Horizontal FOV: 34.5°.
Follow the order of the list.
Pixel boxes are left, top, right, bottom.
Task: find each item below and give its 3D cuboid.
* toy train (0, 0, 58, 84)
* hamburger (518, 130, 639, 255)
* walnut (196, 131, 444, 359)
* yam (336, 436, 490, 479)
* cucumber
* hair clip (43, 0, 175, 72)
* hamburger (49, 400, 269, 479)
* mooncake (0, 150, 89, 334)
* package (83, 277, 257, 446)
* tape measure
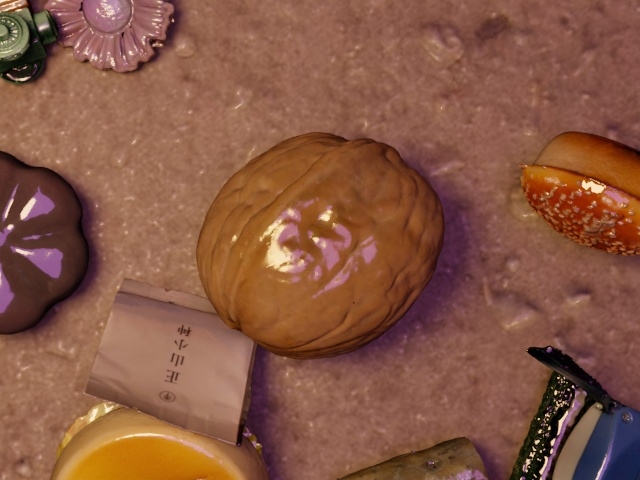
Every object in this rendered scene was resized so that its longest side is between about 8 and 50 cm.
[{"bbox_3d":[-0.492,-0.268,1.343,0.285,0.116,0.177,-21,79,-6],"label":"toy train"},{"bbox_3d":[0.380,-0.059,1.381,0.237,0.237,0.147,22,97,-6],"label":"hamburger"},{"bbox_3d":[0.000,0.001,1.314,0.313,0.277,0.252,-50,127,-17],"label":"walnut"},{"bbox_3d":[0.124,0.339,1.390,0.194,0.107,0.107,-15,89,-7],"label":"yam"},{"bbox_3d":[0.314,0.291,1.434,0.077,0.077,0.265,25,86,-5],"label":"cucumber"},{"bbox_3d":[-0.236,-0.363,1.395,0.173,0.069,0.300,41,83,3],"label":"hair clip"},{"bbox_3d":[-0.201,0.331,1.311,0.300,0.176,0.300,0,96,-3],"label":"hamburger"},{"bbox_3d":[-0.419,0.000,1.329,0.245,0.133,0.245,0,92,-13],"label":"mooncake"},{"bbox_3d":[-0.182,0.153,1.317,0.204,0.251,0.062,17,122,-7],"label":"package"},{"bbox_3d":[0.369,0.293,1.369,0.351,0.098,0.215,29,85,-28],"label":"tape measure"}]
